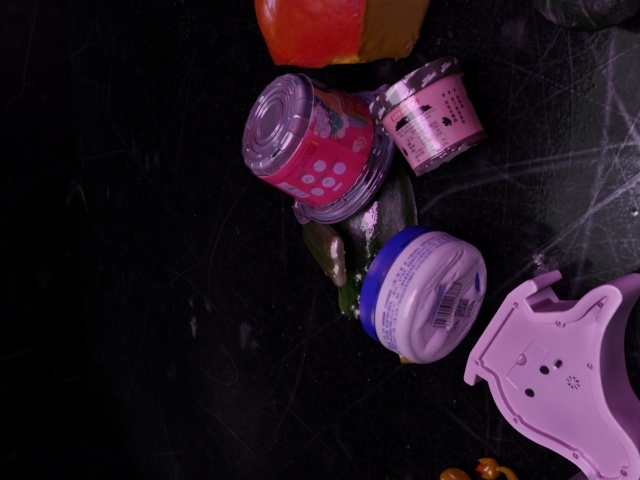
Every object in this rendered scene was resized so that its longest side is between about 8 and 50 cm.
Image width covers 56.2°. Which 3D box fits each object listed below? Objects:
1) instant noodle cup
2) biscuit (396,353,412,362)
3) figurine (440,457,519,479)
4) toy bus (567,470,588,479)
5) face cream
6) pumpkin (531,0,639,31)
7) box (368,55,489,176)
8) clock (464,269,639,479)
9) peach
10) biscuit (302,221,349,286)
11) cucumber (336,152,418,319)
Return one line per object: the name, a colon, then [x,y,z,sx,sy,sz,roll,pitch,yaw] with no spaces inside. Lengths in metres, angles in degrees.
instant noodle cup: [-0.020,-0.174,1.042,0.302,0.182,0.258,-57,38,16]
biscuit: [0.169,0.191,1.130,0.081,0.018,0.083,-17,89,53]
figurine: [0.274,0.431,1.029,0.176,0.122,0.122,7,78,61]
toy bus: [0.353,0.373,0.827,0.072,0.172,0.057,16,114,55]
face cream: [0.168,0.087,0.943,0.111,0.206,0.205,24,120,40]
pumpkin: [0.318,-0.325,0.683,0.167,0.125,0.167,13,105,59]
box: [0.169,-0.181,0.910,0.151,0.151,0.135,-34,83,51]
clock: [0.364,0.172,0.825,0.275,0.080,0.290,44,134,34]
peach: [0.024,-0.426,0.937,0.306,0.243,0.380,44,133,28]
biscuit: [0.000,0.000,1.157,0.322,0.038,0.099,-131,37,-72]
cucumber: [0.098,-0.004,1.094,0.145,0.105,0.325,20,114,49]
